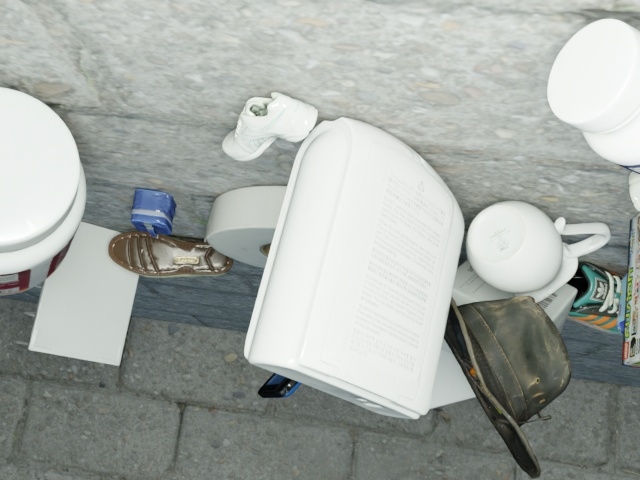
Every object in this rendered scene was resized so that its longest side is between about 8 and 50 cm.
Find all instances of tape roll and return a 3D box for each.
[{"bbox_3d":[0.000,0.000,1.345,0.392,0.072,0.392,9,167,2],"label":"tape roll"}]

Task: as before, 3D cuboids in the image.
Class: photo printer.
[{"bbox_3d":[0.055,0.028,0.912,0.107,0.308,0.256,-2,157,43],"label":"photo printer"}]

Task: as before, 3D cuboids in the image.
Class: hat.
[{"bbox_3d":[0.261,0.157,1.081,0.134,0.331,0.331,-28,162,2],"label":"hat"}]

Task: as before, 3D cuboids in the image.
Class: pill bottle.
[{"bbox_3d":[-0.440,-0.054,1.069,0.224,0.224,0.392,13,165,-19],"label":"pill bottle"},{"bbox_3d":[0.281,-0.107,0.642,0.186,0.112,0.112,17,164,-29],"label":"pill bottle"}]

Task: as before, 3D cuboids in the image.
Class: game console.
[{"bbox_3d":[-0.076,0.199,1.725,0.173,0.250,0.293,45,162,-2],"label":"game console"}]

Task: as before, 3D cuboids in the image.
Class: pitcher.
[{"bbox_3d":[0.311,0.006,1.116,0.177,0.125,0.207,-34,148,21],"label":"pitcher"}]

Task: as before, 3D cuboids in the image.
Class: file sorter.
[{"bbox_3d":[-0.527,0.114,1.706,0.192,0.278,0.173,17,166,-33],"label":"file sorter"}]

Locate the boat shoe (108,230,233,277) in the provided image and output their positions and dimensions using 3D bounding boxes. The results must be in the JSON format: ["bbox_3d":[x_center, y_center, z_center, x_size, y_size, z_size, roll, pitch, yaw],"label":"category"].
[{"bbox_3d":[-0.314,0.039,1.659,0.257,0.095,0.095,10,172,-7],"label":"boat shoe"}]

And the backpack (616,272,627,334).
[{"bbox_3d":[0.556,0.086,1.195,0.117,0.158,0.173,29,149,-8],"label":"backpack"}]

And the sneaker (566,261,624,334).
[{"bbox_3d":[0.490,0.101,1.377,0.302,0.108,0.121,9,171,3],"label":"sneaker"}]

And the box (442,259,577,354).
[{"bbox_3d":[0.294,0.121,1.285,0.182,0.119,0.181,27,-148,25],"label":"box"}]

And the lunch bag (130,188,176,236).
[{"bbox_3d":[-0.289,-0.043,1.359,0.067,0.065,0.098,8,166,1],"label":"lunch bag"}]

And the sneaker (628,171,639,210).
[{"bbox_3d":[0.438,-0.042,0.918,0.169,0.068,0.071,17,159,-28],"label":"sneaker"}]

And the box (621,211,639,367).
[{"bbox_3d":[0.433,0.058,1.026,0.036,0.207,0.114,7,167,6],"label":"box"}]

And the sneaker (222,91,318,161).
[{"bbox_3d":[-0.071,-0.134,0.894,0.061,0.054,0.152,29,151,-33],"label":"sneaker"}]

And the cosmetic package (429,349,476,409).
[{"bbox_3d":[0.136,0.205,1.615,0.161,0.230,0.453,-9,179,-17],"label":"cosmetic package"}]
